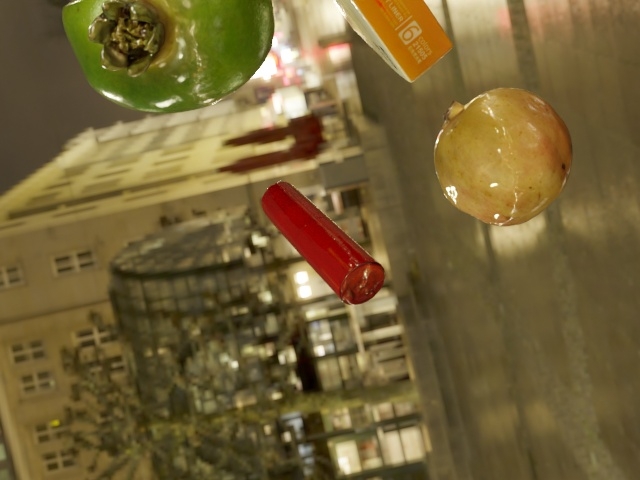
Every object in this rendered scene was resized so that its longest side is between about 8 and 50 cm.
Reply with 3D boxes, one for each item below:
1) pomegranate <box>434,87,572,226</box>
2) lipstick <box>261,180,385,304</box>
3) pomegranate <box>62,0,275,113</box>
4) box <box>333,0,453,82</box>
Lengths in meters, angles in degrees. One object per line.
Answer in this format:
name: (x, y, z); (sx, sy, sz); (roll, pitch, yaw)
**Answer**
pomegranate: (0.240, -0.110, 1.569); (0.191, 0.191, 0.191); (167, 90, -90)
lipstick: (-0.001, 0.000, 1.657); (0.279, 0.073, 0.073); (46, 154, 53)
pomegranate: (-0.220, -0.284, 1.702); (0.358, 0.310, 0.216); (-64, -40, -66)
box: (0.055, -0.381, 1.681); (0.274, 0.091, 0.220); (49, -177, -37)
